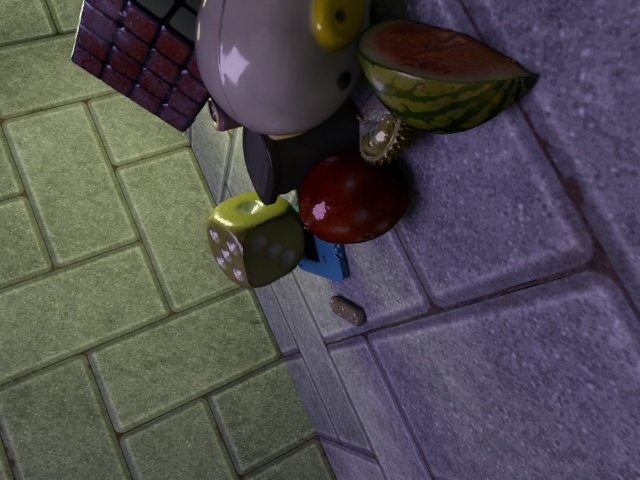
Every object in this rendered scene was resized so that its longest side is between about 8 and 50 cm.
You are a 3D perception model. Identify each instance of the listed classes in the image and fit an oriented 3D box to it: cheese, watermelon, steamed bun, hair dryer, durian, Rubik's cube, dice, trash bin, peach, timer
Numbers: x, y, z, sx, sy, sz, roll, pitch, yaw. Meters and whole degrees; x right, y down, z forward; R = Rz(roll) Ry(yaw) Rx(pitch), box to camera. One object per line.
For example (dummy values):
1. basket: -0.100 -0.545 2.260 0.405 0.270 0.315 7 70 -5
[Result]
1. cheese: 0.085 0.228 1.598 0.194 0.044 0.064 23 133 64
2. watermelon: 0.156 -0.238 0.762 0.303 0.159 0.128 47 156 43
3. steamed bun: -0.062 -0.378 0.898 0.334 0.373 0.334 22 170 4
4. hair dryer: -0.193 -0.429 1.389 0.125 0.211 0.352 70 158 0
5. durian: 0.123 -0.216 0.938 0.208 0.103 0.146 42 119 59
6. Rubik's cube: -0.378 -0.552 1.255 0.344 0.337 0.345 34 148 -24
7. dice: -0.207 -0.008 1.559 0.227 0.238 0.233 30 136 41
8. trash bin: -0.046 -0.237 1.143 0.219 0.250 0.219 63 160 16
9. peach: 0.061 -0.089 1.054 0.243 0.244 0.199 130 122 -68
10. timer: 0.000 0.000 1.577 0.250 0.091 0.231 19 128 50
